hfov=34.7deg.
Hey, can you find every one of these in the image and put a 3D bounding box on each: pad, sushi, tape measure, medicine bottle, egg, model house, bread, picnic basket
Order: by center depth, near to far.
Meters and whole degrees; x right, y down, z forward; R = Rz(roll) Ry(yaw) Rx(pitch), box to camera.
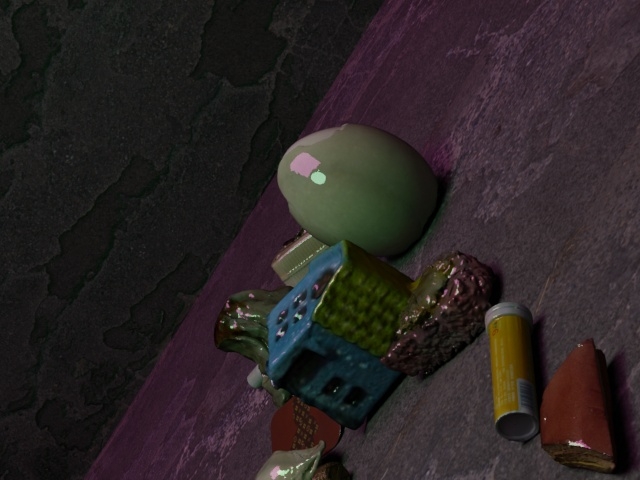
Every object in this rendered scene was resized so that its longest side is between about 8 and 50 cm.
[{"bbox_3d":[0.320,0.226,1.291,0.119,0.067,0.192,-49,18,33],"label":"bread"},{"bbox_3d":[0.278,0.187,1.487,0.074,0.074,0.218,-49,20,35],"label":"medicine bottle"},{"bbox_3d":[0.204,0.119,1.790,0.241,0.107,0.161,-49,15,36],"label":"sushi"},{"bbox_3d":[0.009,0.444,1.869,0.083,0.072,0.072,-34,29,40],"label":"picnic basket"},{"bbox_3d":[0.067,0.154,1.915,0.303,0.237,0.215,-52,19,21],"label":"model house"},{"bbox_3d":[-0.035,0.390,2.128,0.267,0.004,0.181,-46,39,41],"label":"pad"},{"bbox_3d":[0.072,-0.116,2.212,0.278,0.336,0.278,-60,11,20],"label":"egg"},{"bbox_3d":[0.000,0.000,2.511,0.231,0.133,0.271,-38,3,12],"label":"tape measure"},{"bbox_3d":[-0.147,0.335,2.594,0.083,0.047,0.047,-50,18,31],"label":"medicine bottle"}]

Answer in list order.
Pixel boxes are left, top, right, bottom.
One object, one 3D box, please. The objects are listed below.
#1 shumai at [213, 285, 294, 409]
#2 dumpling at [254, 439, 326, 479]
[{"bbox_3d":[-0.096,0.191,2.299,0.304,0.263,0.309,-56,16,24],"label":"shumai"},{"bbox_3d":[-0.056,0.465,1.979,0.166,0.126,0.216,-12,-58,-75],"label":"dumpling"}]
